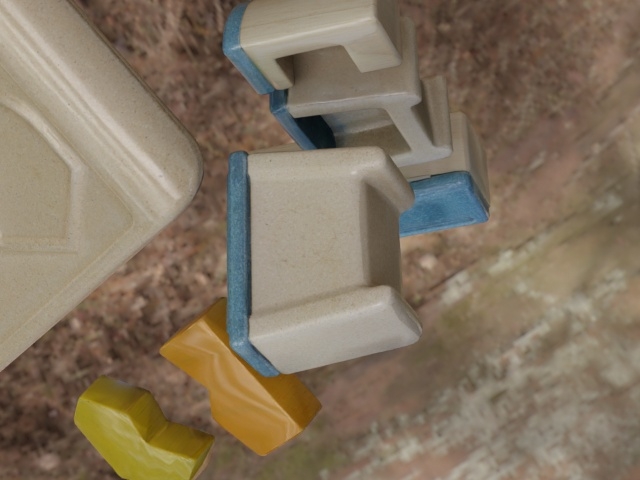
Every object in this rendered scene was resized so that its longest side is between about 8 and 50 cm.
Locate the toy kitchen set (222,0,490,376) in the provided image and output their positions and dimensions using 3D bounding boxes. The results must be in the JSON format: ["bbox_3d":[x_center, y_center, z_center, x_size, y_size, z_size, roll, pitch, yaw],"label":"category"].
[{"bbox_3d":[0.000,0.000,0.607,0.122,0.166,0.207,-10,156,17],"label":"toy kitchen set"}]

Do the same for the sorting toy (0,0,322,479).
[{"bbox_3d":[-0.144,-0.015,0.576,0.229,0.307,0.041,-37,-174,40],"label":"sorting toy"}]
